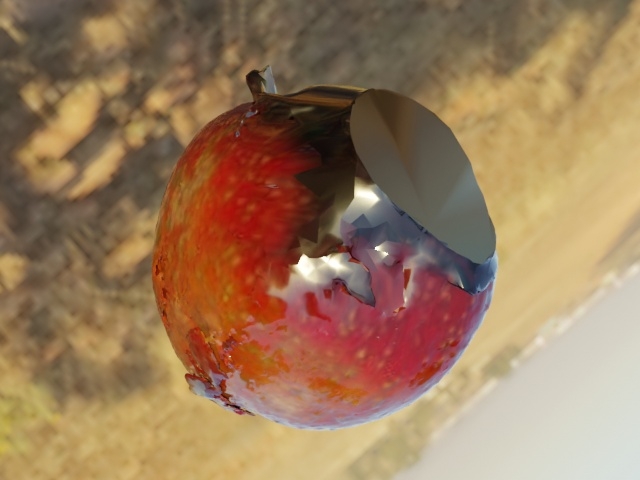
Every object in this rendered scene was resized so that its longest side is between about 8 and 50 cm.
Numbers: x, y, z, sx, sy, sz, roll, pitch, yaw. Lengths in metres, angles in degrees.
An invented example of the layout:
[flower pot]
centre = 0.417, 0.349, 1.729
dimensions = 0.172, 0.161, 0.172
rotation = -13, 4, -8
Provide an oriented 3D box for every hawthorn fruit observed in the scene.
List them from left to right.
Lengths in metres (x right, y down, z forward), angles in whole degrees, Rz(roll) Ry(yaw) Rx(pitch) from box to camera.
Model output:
[hawthorn fruit]
centre = 0.007, 0.015, 1.527
dimensions = 0.316, 0.316, 0.316
rotation = -41, 173, -7
